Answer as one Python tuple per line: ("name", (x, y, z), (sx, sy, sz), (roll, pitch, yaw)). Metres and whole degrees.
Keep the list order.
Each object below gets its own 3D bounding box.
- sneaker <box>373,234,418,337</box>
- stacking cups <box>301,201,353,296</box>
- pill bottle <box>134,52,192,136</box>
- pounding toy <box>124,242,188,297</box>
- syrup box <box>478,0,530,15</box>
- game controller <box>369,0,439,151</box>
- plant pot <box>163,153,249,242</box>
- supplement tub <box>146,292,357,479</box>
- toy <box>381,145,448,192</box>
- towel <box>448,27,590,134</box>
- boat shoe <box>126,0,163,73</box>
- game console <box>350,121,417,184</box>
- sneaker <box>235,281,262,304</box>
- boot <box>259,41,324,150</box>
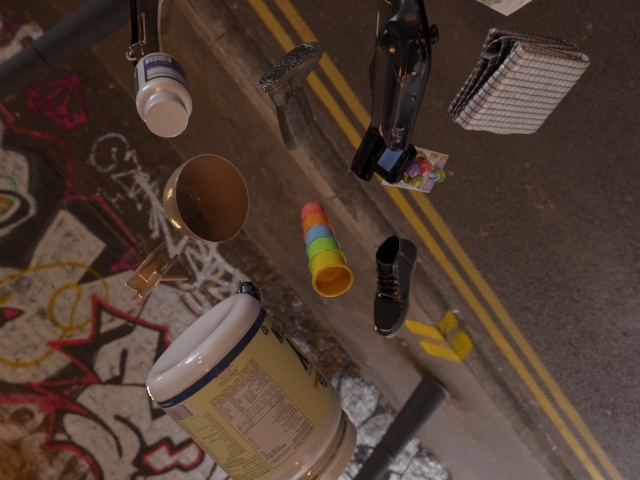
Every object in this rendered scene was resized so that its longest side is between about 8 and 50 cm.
("sneaker", (0.143, 0.098, 1.136), (0.083, 0.222, 0.118), (9, 173, 29))
("stacking cups", (0.000, 0.000, 1.298), (0.096, 0.096, 0.316), (59, -172, -36))
("pill bottle", (-0.277, -0.255, 0.930), (0.094, 0.094, 0.169), (64, -178, -45))
("pounding toy", (-0.562, 0.131, 1.828), (0.155, 0.154, 0.269), (40, -169, -10))
("syrup box", (0.521, -0.778, 1.585), (0.237, 0.096, 0.093), (7, 168, -30))
("game controller", (0.100, -0.235, 0.688), (0.067, 0.166, 0.319), (-1, 171, 3))
("plant pot", (-0.404, -0.128, 1.738), (0.191, 0.284, 0.284), (-5, 130, 44))
("supplement tub", (-0.112, 0.280, 0.921), (0.325, 0.235, 0.235), (51, 162, -12))
("toy", (0.306, -0.209, 1.608), (0.237, 0.136, 0.056), (1, -148, -45))
("towel", (0.461, -0.371, 1.250), (0.121, 0.284, 0.235), (65, 144, 29))
("boat shoe", (-0.453, -0.531, 1.319), (0.112, 0.096, 0.335), (20, 106, 53))
("game console", (0.171, -0.242, 1.369), (0.044, 0.213, 0.361), (21, -165, -17))
("sneaker", (-0.195, 0.174, 1.462), (0.232, 0.082, 0.090), (122, 146, -72))
("boot", (-0.042, -0.335, 1.244), (0.076, 0.190, 0.208), (46, 172, 41))
